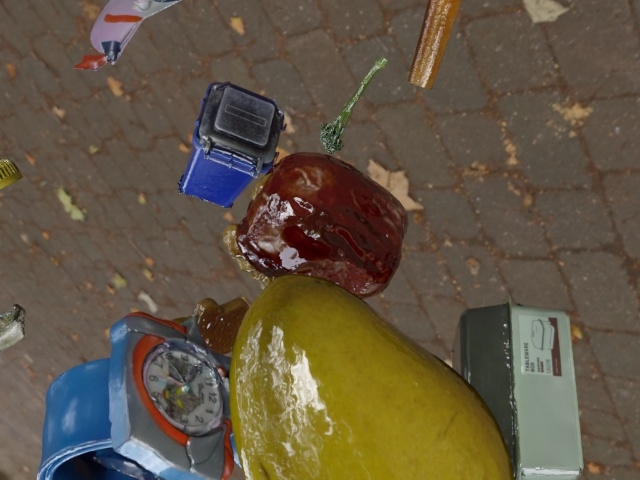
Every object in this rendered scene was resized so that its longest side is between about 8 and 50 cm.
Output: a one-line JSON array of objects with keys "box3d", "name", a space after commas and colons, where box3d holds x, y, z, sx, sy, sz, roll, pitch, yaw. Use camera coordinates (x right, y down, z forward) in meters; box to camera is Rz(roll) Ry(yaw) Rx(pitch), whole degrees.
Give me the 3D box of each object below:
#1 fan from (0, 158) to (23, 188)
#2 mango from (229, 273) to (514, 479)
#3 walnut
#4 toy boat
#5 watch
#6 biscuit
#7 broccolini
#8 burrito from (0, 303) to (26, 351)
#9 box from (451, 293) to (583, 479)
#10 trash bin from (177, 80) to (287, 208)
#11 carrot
[{"box3d": [-0.498, -0.095, 1.167, 0.039, 0.082, 0.155, 63, 170, -13], "name": "fan"}, {"box3d": [0.059, 0.237, 0.902, 0.444, 0.301, 0.220, 62, 159, -8], "name": "mango"}, {"box3d": [0.000, 0.000, 1.171, 0.269, 0.243, 0.221, 27, -166, -16], "name": "walnut"}, {"box3d": [-0.307, -0.384, 1.244, 0.219, 0.318, 0.072, 23, 157, 40], "name": "toy boat"}, {"box3d": [-0.229, 0.271, 1.081, 0.275, 0.241, 0.305, -37, 132, 26], "name": "watch"}, {"box3d": [-0.234, 0.186, 1.423, 0.039, 0.236, 0.179, 38, 132, 34], "name": "biscuit"}, {"box3d": [0.055, -0.225, 1.296, 0.054, 0.052, 0.194, 38, 118, -2], "name": "broccolini"}, {"box3d": [-0.488, 0.155, 1.010, 0.063, 0.230, 0.058, 60, -177, 15], "name": "burrito"}, {"box3d": [0.289, 0.247, 1.163, 0.166, 0.290, 0.220, 2, 153, 5], "name": "box"}, {"box3d": [-0.181, -0.165, 1.465, 0.163, 0.183, 0.234, 21, 148, -16], "name": "trash bin"}, {"box3d": [0.232, -0.419, 1.529, 0.067, 0.067, 0.225, 24, 108, 30], "name": "carrot"}]
